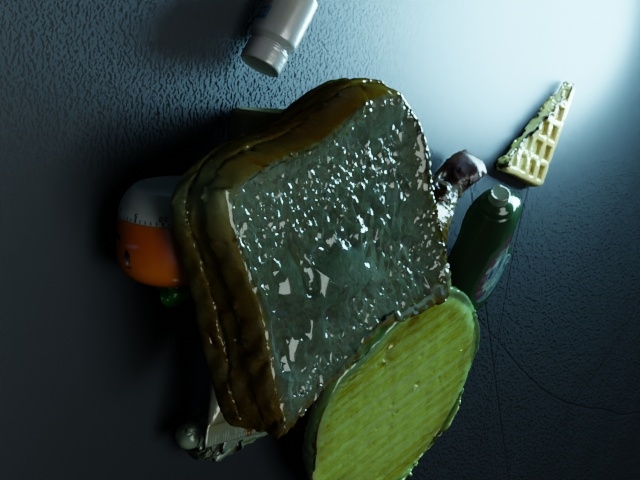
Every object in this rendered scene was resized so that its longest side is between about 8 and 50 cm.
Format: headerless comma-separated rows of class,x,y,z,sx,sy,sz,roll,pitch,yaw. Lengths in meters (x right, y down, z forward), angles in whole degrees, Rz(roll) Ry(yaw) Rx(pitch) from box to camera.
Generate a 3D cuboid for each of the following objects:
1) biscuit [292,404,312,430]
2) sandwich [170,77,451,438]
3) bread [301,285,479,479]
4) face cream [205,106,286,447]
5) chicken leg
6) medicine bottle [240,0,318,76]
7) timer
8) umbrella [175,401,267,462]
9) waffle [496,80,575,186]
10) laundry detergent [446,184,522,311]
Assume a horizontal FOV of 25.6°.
biscuit,0.039,0.131,1.635,0.236,0.039,0.180,-24,118,-43
sandwich,0.000,0.000,1.366,0.301,0.099,0.271,-35,125,-40
bread,0.083,0.184,1.641,0.301,0.045,0.301,-31,137,-35
face cream,-0.062,0.036,1.444,0.137,0.084,0.341,-7,104,-53
chicken leg,0.080,-0.043,1.598,0.322,0.083,0.177,12,80,-47
medicine bottle,-0.043,-0.214,1.424,0.052,0.052,0.089,39,73,-46
timer,-0.140,0.003,1.355,0.136,0.099,0.136,-17,121,-31
umbrella,-0.098,0.196,1.485,0.143,0.062,0.067,-5,125,-52
waffle,0.281,-0.149,1.820,0.097,0.023,0.152,24,85,-49
laundry detergent,0.198,-0.005,1.677,0.137,0.063,0.211,-47,161,-30
